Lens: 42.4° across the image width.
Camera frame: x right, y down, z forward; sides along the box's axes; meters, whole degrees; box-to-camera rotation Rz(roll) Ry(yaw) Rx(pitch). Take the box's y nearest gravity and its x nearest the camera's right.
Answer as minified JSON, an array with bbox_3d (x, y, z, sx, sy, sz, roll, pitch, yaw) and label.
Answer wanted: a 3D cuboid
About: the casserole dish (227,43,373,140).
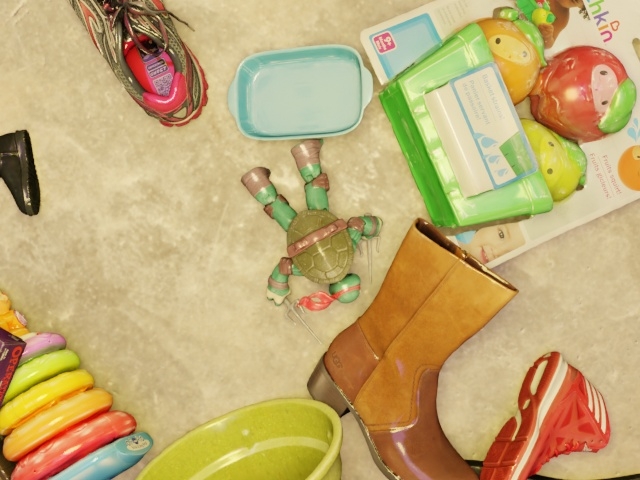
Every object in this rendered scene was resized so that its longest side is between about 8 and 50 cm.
[{"bbox_3d":[-0.023,-0.181,1.031,0.188,0.037,0.114,-2,88,17],"label":"casserole dish"}]

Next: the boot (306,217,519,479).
[{"bbox_3d":[0.148,0.152,0.993,0.264,0.096,0.280,44,117,21],"label":"boot"}]

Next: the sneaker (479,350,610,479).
[{"bbox_3d":[0.296,0.261,1.037,0.128,0.087,0.221,35,71,-7],"label":"sneaker"}]

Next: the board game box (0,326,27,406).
[{"bbox_3d":[-0.532,0.142,1.004,0.347,0.056,0.208,25,90,21],"label":"board game box"}]

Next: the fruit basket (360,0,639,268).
[{"bbox_3d":[0.268,-0.169,0.994,0.353,0.165,0.327,-23,94,-2],"label":"fruit basket"}]

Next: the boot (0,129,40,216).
[{"bbox_3d":[-0.416,-0.083,1.052,0.099,0.045,0.121,-10,87,-2],"label":"boot"}]

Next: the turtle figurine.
[{"bbox_3d":[0.000,0.000,1.030,0.175,0.118,0.234,-25,84,-9],"label":"turtle figurine"}]

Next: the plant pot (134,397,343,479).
[{"bbox_3d":[-0.062,0.373,0.998,0.276,0.276,0.253,-20,105,1],"label":"plant pot"}]

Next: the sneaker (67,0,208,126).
[{"bbox_3d":[-0.235,-0.281,1.006,0.121,0.112,0.299,-34,93,2],"label":"sneaker"}]

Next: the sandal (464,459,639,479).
[{"bbox_3d":[0.353,0.384,1.060,0.446,0.107,0.167,4,94,0],"label":"sandal"}]

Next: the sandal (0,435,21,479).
[{"bbox_3d":[-0.426,0.246,1.068,0.060,0.090,0.219,-18,102,23],"label":"sandal"}]

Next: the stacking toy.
[{"bbox_3d":[-0.356,0.179,1.035,0.166,0.175,0.301,-32,80,3],"label":"stacking toy"}]
